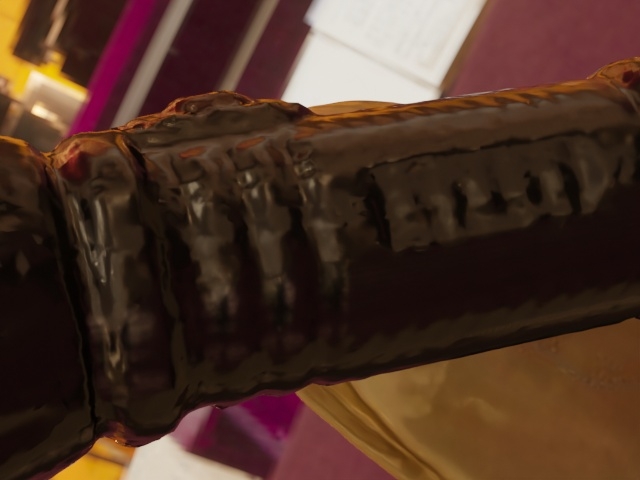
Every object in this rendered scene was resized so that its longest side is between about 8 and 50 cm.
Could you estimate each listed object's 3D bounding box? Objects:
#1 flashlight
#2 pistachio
[{"bbox_3d":[0.000,0.000,0.401,0.093,0.232,0.093,167,90,-76],"label":"flashlight"},{"bbox_3d":[0.058,0.027,0.634,0.117,0.200,0.145,-46,23,37],"label":"pistachio"}]
